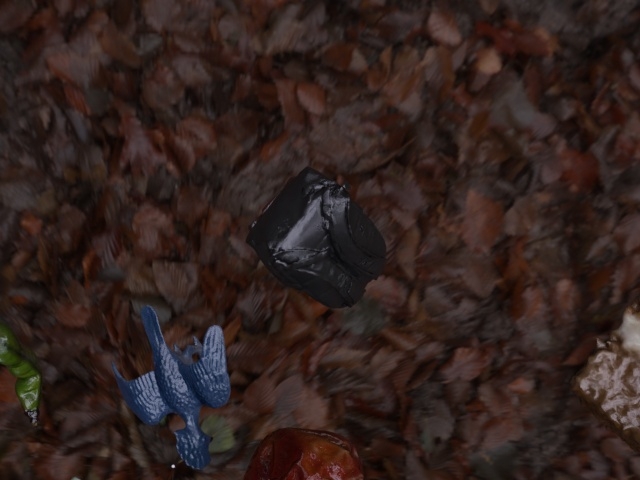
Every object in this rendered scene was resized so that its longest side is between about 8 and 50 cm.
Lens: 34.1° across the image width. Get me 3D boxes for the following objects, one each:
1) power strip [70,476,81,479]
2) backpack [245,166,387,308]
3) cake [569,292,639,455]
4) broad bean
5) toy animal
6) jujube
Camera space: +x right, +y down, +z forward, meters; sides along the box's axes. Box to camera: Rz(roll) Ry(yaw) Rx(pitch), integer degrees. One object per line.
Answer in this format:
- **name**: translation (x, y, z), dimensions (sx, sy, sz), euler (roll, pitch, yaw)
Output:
- **power strip**: translation (-0.388, 0.463, 1.701), dimensions (0.091, 0.385, 0.062), euler (36, 63, 2)
- **backpack**: translation (-0.002, 0.003, 1.122), dimensions (0.120, 0.165, 0.106), euler (-46, 53, -6)
- **cake**: translation (0.251, 0.083, 0.659), dimensions (0.134, 0.135, 0.147), euler (43, 90, 21)
- **broad bean**: translation (-0.363, 0.141, 1.230), dimensions (0.046, 0.195, 0.061), euler (-9, 45, 4)
- **toy animal**: translation (-0.226, 0.229, 1.676), dimensions (0.239, 0.176, 0.255), euler (-24, 114, 24)
- **jujube**: translation (-0.032, 0.394, 1.298), dimensions (0.216, 0.216, 0.342), euler (16, 51, -4)
